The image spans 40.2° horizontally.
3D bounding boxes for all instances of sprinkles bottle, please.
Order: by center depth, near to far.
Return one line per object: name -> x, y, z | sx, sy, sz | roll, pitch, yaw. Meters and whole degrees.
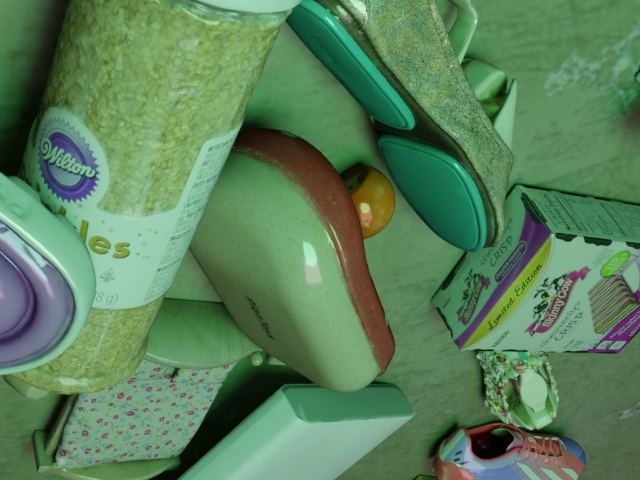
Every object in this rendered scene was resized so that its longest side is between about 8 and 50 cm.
sprinkles bottle -> -0.115, -0.059, 0.533 | 0.121, 0.121, 0.355 | 4, 131, -31

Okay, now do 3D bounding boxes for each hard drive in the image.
hard drive -> -0.087, 0.272, 0.917 | 0.353, 0.047, 0.233 | -43, 153, 20

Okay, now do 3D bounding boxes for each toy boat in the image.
toy boat -> 0.000, 0.000, 0.669 | 0.151, 0.151, 0.231 | -49, 146, -21

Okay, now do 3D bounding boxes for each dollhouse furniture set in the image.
dollhouse furniture set -> -0.185, 0.213, 0.745 | 0.355, 0.174, 0.303 | 7, 130, -33

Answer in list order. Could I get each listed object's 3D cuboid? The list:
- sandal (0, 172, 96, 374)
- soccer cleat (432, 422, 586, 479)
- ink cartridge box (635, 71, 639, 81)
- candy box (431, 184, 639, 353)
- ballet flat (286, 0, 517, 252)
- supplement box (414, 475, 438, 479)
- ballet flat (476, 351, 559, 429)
sandal -> -0.296, -0.037, 0.402 | 0.416, 0.102, 0.169 | 26, 119, -24
soccer cleat -> 0.256, 0.274, 1.121 | 0.248, 0.083, 0.095 | 4, 127, -28
ink cartridge box -> 0.342, -0.147, 0.729 | 0.104, 0.060, 0.180 | 14, 125, -38
candy box -> 0.250, 0.037, 0.868 | 0.233, 0.071, 0.159 | 6, 131, -32
ballet flat -> 0.084, -0.103, 0.614 | 0.106, 0.107, 0.316 | -52, 142, -10
supplement box -> 0.191, 0.438, 1.167 | 0.191, 0.194, 0.129 | 19, 123, -40
ballet flat -> 0.231, 0.171, 0.997 | 0.091, 0.077, 0.241 | -31, 140, 3
